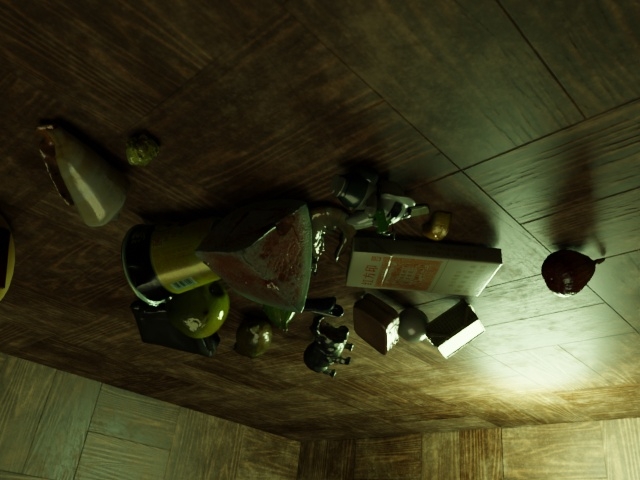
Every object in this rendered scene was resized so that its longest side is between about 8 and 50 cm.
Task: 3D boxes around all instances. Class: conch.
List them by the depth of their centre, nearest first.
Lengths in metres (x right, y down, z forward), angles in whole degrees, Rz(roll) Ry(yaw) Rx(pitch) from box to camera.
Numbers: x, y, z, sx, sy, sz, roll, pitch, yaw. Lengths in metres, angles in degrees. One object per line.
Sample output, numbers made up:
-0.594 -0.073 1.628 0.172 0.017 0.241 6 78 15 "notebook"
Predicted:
-0.496 -0.146 1.226 0.158 0.127 0.255 23 138 35 "conch"

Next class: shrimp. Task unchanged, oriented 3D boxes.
0.016 -0.005 1.393 0.145 0.059 0.254 -13 141 -1 "shrimp"

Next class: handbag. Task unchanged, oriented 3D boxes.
0.165 0.252 1.728 0.151 0.072 0.193 33 154 29 "handbag"
-0.497 0.290 1.965 0.285 0.113 0.257 11 145 7 "handbag"

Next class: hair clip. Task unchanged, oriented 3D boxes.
-0.067 0.206 1.806 0.275 0.048 0.083 -1 152 23 "hair clip"

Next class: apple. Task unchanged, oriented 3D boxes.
-0.362 0.193 1.696 0.196 0.196 0.157 31 114 -35 "apple"

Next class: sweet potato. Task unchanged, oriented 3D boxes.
-0.247 0.358 2.030 0.130 0.131 0.423 13 158 -10 "sweet potato"

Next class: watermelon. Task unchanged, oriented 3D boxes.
-0.142 0.046 1.277 0.212 0.262 0.201 4 -166 33 "watermelon"

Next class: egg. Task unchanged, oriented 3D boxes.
0.285 0.261 1.753 0.103 0.103 0.135 -4 152 19 "egg"

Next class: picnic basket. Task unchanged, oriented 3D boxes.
0.398 0.264 1.690 0.164 0.079 0.115 -36 141 4 "picnic basket"

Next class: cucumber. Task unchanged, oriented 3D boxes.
-0.096 0.118 1.452 0.134 0.244 0.134 -1 149 0 "cucumber"

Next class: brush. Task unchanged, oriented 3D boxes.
0.159 -0.059 1.302 0.178 0.030 0.033 -13 139 13 "brush"

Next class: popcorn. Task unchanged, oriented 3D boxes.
-0.368 -0.184 1.163 0.059 0.068 0.083 50 173 -21 "popcorn"

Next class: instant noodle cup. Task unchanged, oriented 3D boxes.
-0.337 0.038 1.417 0.236 0.216 0.215 -12 146 18 "instant noodle cup"

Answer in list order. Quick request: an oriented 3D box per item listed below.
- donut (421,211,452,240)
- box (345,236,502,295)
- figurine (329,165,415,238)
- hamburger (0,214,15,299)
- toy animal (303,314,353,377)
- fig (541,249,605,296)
0.264 -0.034 1.317 0.037 0.067 0.083 10 -177 -18 "donut"
0.254 0.070 1.461 0.365 0.051 0.205 5 152 -1 "box"
0.111 -0.083 1.184 0.192 0.126 0.147 15 -175 -27 "figurine"
-0.918 0.048 1.461 0.170 0.302 0.302 2 151 -6 "hamburger"
0.033 0.369 2.002 0.168 0.106 0.343 14 144 2 "toy animal"
0.608 0.083 1.364 0.153 0.119 0.119 12 150 -12 "fig"
